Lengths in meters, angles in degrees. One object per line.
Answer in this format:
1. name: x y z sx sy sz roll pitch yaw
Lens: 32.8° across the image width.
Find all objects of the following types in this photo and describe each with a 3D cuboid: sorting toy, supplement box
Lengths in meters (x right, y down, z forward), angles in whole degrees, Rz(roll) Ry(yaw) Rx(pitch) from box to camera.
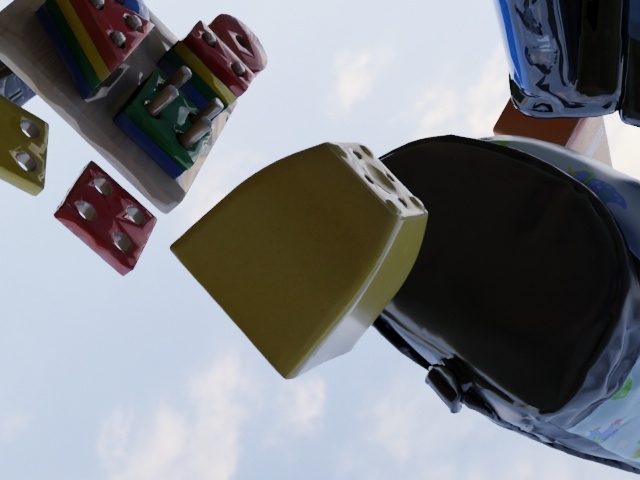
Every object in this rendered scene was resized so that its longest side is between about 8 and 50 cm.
1. sorting toy: -0.101 -0.098 0.593 0.046 0.132 0.274 -36 -162 29
2. supplement box: 0.239 -0.078 1.090 0.078 0.233 0.080 25 -99 27

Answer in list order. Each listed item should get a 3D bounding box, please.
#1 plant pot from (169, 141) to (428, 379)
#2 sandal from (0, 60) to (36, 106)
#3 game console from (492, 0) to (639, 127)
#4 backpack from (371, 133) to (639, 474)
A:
1. plant pot: 0.000 0.000 0.492 0.081 0.081 0.083 47 -70 12
2. sandal: -0.323 -0.168 1.079 0.219 0.090 0.060 -35 -107 -16
3. game console: 0.156 -0.190 0.383 0.173 0.250 0.293 0 -117 18
4. backpack: 0.216 0.056 0.851 0.273 0.355 0.290 -50 -140 -4
